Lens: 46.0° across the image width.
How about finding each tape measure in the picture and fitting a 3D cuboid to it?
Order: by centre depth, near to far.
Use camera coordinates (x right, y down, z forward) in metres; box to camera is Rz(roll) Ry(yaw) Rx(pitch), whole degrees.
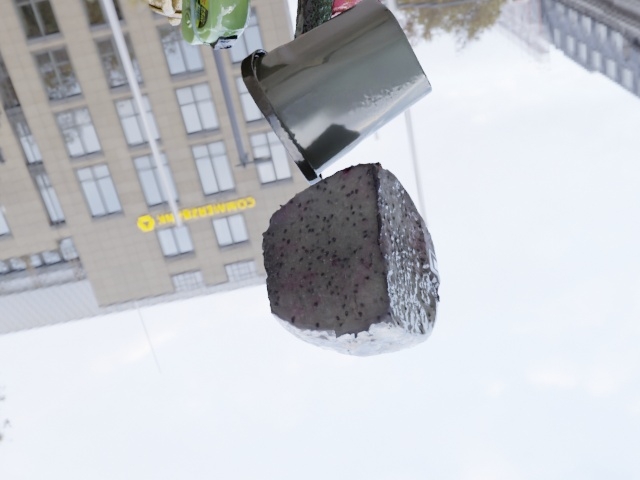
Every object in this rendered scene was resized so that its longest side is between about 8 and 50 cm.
[{"bbox_3d":[-0.175,-0.404,1.264,0.088,0.177,0.154,-15,-141,-27],"label":"tape measure"}]

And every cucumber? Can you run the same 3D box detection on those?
[{"bbox_3d":[-0.010,-0.471,1.470,0.077,0.265,0.077,6,175,0],"label":"cucumber"}]

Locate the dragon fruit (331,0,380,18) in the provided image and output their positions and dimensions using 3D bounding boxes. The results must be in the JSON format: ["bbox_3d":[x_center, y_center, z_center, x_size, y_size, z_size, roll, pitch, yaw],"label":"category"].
[{"bbox_3d":[0.056,-0.457,1.585,0.126,0.274,0.161,18,-142,-8],"label":"dragon fruit"}]

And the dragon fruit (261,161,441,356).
[{"bbox_3d":[0.050,0.052,1.167,0.221,0.204,0.282,-17,-120,22],"label":"dragon fruit"}]

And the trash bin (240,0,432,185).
[{"bbox_3d":[0.028,-0.257,1.240,0.250,0.219,0.219,-32,-149,5],"label":"trash bin"}]

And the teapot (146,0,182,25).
[{"bbox_3d":[-0.326,-0.565,1.694,0.203,0.167,0.311,5,-153,-8],"label":"teapot"}]
